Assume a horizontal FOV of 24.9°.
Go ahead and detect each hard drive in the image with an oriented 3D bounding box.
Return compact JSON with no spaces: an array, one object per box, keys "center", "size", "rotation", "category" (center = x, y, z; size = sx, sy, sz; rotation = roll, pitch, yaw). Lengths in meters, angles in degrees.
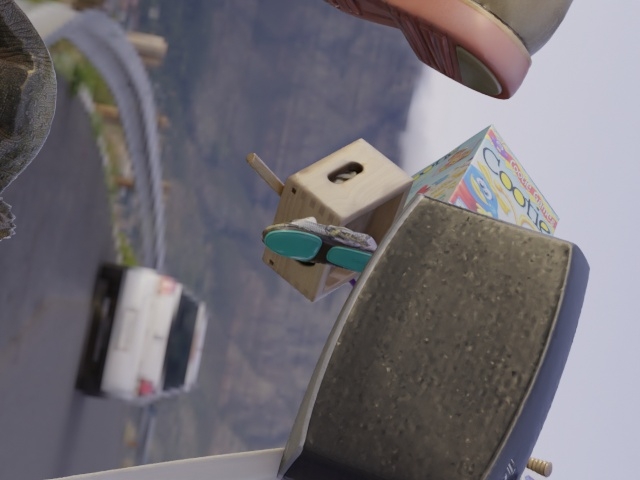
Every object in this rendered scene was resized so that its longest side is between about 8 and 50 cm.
[{"center":[0.087,0.084,1.057],"size":[0.054,0.172,0.255],"rotation":[86,27,-56],"category":"hard drive"}]

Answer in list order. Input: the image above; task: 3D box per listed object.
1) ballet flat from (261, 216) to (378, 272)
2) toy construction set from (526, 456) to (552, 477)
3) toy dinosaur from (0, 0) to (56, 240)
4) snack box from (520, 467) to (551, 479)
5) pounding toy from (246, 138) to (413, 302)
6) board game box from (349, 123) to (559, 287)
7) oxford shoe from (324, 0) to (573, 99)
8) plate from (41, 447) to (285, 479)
[{"center":[0.000,0.000,1.267],"size":[0.041,0.114,0.041],"rotation":[-165,-90,-69],"category":"ballet flat"},{"center":[0.043,0.338,1.409],"size":[0.257,0.237,0.309],"rotation":[3,97,-51],"category":"toy construction set"},{"center":[-0.291,-0.107,1.234],"size":[0.314,0.160,0.121],"rotation":[-61,177,2],"category":"toy dinosaur"},{"center":[0.193,0.238,1.251],"size":[0.178,0.022,0.064],"rotation":[35,44,-62],"category":"snack box"},{"center":[-0.002,-0.029,1.378],"size":[0.141,0.100,0.130],"rotation":[-30,150,-41],"category":"pounding toy"},{"center":[0.151,0.003,1.592],"size":[0.144,0.142,0.275],"rotation":[-33,-171,25],"category":"board game box"},{"center":[0.057,-0.275,1.278],"size":[0.146,0.397,0.140],"rotation":[-50,156,-4],"category":"oxford shoe"},{"center":[-0.074,0.211,1.190],"size":[0.278,0.277,0.045],"rotation":[66,15,-75],"category":"plate"}]
